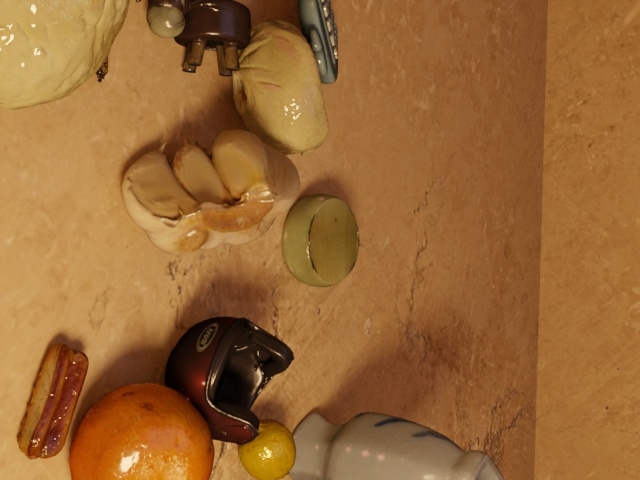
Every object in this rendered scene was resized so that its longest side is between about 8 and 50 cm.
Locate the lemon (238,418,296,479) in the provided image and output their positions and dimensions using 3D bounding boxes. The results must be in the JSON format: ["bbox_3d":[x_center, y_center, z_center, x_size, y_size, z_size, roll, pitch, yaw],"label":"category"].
[{"bbox_3d":[-0.099,0.389,1.602,0.109,0.109,0.133,-50,121,-41],"label":"lemon"}]

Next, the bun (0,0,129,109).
[{"bbox_3d":[-0.357,-0.338,1.035,0.349,0.227,0.353,21,78,-57],"label":"bun"}]

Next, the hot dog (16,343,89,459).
[{"bbox_3d":[-0.379,0.231,1.222,0.071,0.045,0.165,37,63,-53],"label":"hot dog"}]

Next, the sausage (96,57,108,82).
[{"bbox_3d":[-0.324,-0.332,1.264,0.028,0.025,0.199,-4,98,-53],"label":"sausage"}]

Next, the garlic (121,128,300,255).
[{"bbox_3d":[-0.174,-0.077,1.385,0.281,0.203,0.185,-24,147,-14],"label":"garlic"}]

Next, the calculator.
[{"bbox_3d":[-0.001,-0.400,1.624,0.303,0.042,0.188,-80,159,-57],"label":"calculator"}]

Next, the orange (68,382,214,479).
[{"bbox_3d":[-0.269,0.322,1.285,0.224,0.170,0.224,-9,109,-28],"label":"orange"}]

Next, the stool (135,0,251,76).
[{"bbox_3d":[-0.196,-0.336,1.373,0.217,0.125,0.121,7,89,-47],"label":"stool"}]

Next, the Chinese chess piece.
[{"bbox_3d":[0.000,0.000,1.738,0.188,0.083,0.189,-6,98,-52],"label":"Chinese chess piece"}]

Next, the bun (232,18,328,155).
[{"bbox_3d":[-0.078,-0.257,1.514,0.244,0.153,0.244,170,-90,-86],"label":"bun"}]

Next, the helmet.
[{"bbox_3d":[-0.157,0.227,1.420,0.216,0.193,0.189,78,29,-42],"label":"helmet"}]

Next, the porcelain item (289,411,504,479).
[{"bbox_3d":[0.144,0.460,1.704,0.243,0.405,0.179,57,48,-42],"label":"porcelain item"}]
